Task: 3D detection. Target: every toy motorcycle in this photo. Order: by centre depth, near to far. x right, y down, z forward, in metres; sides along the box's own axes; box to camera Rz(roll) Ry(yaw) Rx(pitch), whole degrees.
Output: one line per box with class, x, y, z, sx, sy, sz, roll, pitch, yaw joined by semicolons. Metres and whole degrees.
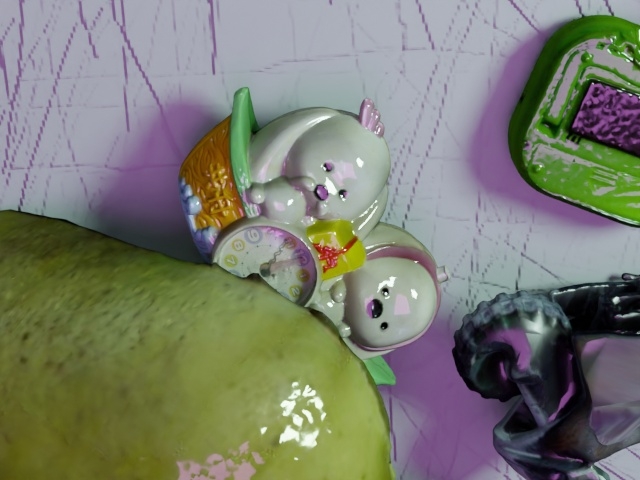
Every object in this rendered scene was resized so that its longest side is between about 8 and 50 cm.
toy motorcycle;0.224;0.097;1.235;0.270;0.106;0.159;-4;116;-7

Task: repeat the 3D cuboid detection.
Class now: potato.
potato;-0.113;0.165;1.144;0.280;0.213;0.330;-2;120;39

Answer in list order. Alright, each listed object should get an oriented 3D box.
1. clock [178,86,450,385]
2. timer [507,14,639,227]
clock;0.000;0.000;1.190;0.144;0.103;0.231;-18;111;16
timer;0.201;-0.077;1.188;0.140;0.047;0.128;20;111;-9
